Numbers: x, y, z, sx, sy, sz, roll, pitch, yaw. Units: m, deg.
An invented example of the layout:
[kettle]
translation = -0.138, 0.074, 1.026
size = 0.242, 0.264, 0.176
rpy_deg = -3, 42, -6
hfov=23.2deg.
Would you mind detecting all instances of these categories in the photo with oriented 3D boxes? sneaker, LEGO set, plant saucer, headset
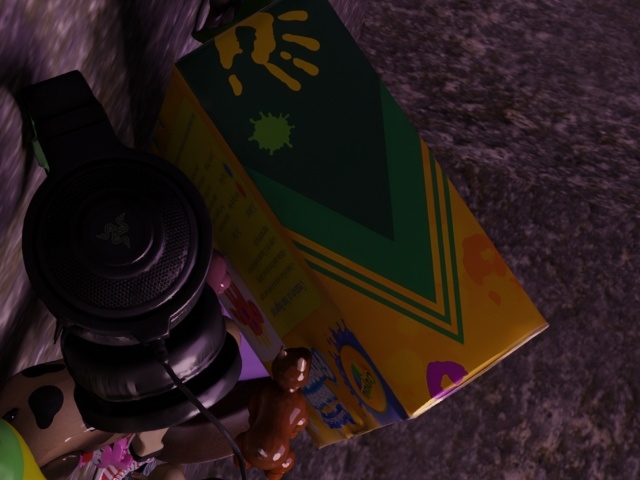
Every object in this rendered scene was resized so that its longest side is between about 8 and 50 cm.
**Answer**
[sneaker]
translation = -0.263, 0.308, 2.097
size = 0.042, 0.067, 0.118
rpy_deg = 70, 38, -83
[LEGO set]
translation = -0.222, 0.171, 1.864
size = 0.087, 0.093, 0.227
rpy_deg = -67, 173, -60
[plant saucer]
translation = -0.134, 0.226, 2.354
size = 0.310, 0.311, 0.050
rpy_deg = -66, 136, -59
[headset]
translation = -0.157, 0.057, 1.116
size = 0.243, 0.185, 0.394
rpy_deg = 82, -17, -50

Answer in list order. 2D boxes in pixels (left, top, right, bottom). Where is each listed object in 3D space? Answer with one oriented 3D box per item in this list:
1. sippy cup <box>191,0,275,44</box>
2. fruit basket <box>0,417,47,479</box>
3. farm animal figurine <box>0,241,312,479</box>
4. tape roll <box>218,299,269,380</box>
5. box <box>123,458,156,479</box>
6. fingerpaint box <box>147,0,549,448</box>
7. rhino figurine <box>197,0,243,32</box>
[sippy cup]
translation = -0.034, -0.331, 1.473
size = 0.224, 0.240, 0.305
rpy_deg = -39, 120, -65
[fruit basket]
translation = -0.240, 0.296, 1.100
size = 0.392, 0.283, 0.392
rpy_deg = -56, -176, 6
[farm animal figurine]
translation = -0.170, 0.103, 1.418
size = 0.327, 0.330, 0.172
rpy_deg = -38, 163, -28
[tape roll]
translation = -0.099, 0.062, 2.258
size = 0.275, 0.090, 0.274
rpy_deg = -11, 90, -72
[box]
translation = -0.284, 0.372, 2.419
size = 0.137, 0.027, 0.094
rpy_deg = -61, 169, -73
[fingerpaint box]
translation = 0.000, 0.000, 1.539
size = 0.163, 0.371, 0.445
rpy_deg = -33, 176, -15
[rhino figurine]
translation = -0.091, -0.278, 1.871
size = 0.243, 0.073, 0.106
rpy_deg = -53, 164, -84
